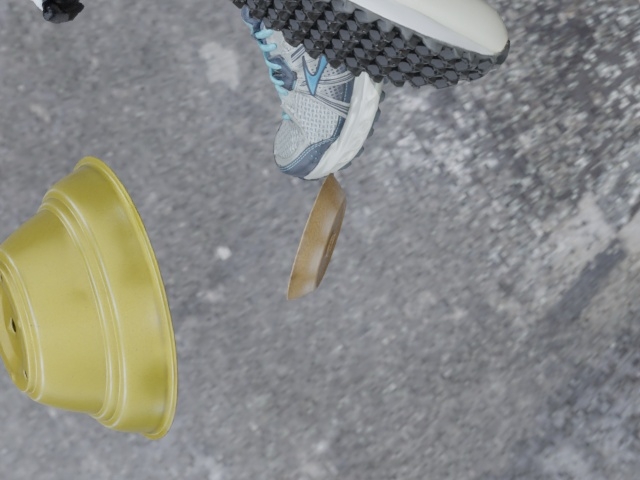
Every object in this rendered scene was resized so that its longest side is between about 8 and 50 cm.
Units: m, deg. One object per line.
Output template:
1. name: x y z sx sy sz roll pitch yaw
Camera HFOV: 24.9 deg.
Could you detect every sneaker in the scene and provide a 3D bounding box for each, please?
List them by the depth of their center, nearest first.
1. sneaker: -0.012 -0.103 0.410 0.161 0.057 0.075 23 81 -6
2. sneaker: -0.009 -0.164 1.102 0.110 0.122 0.283 -104 25 -43

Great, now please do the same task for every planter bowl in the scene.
1. planter bowl: -0.188 0.053 1.059 0.217 0.090 0.217 41 138 52

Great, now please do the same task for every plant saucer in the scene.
1. plant saucer: 0.000 0.000 0.891 0.015 0.083 0.083 19 118 6

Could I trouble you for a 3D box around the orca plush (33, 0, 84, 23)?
1. orca plush: -0.393 -0.364 1.661 0.287 0.151 0.102 48 143 12
